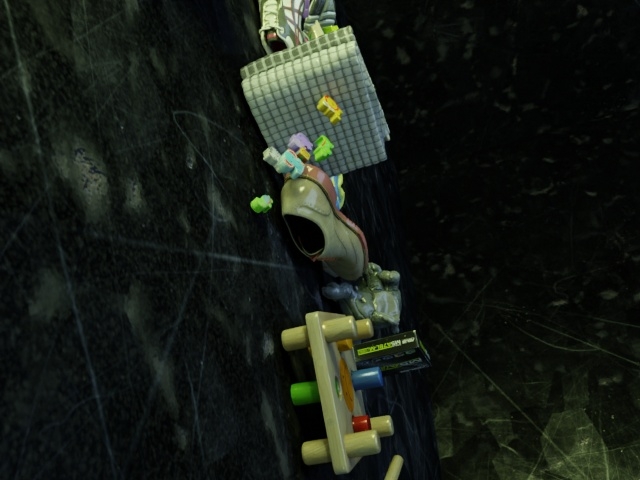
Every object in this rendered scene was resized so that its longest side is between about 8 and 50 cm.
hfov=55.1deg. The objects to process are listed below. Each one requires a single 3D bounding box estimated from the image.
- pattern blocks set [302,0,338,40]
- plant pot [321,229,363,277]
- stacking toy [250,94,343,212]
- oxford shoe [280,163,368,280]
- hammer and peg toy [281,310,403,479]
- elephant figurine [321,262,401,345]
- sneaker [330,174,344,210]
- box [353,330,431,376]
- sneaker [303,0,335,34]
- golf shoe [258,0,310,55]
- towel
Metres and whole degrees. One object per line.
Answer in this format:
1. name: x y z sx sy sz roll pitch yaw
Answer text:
1. pattern blocks set: -0.005 -0.408 1.460 0.285 0.026 0.325 -25 -100 67
2. plant pot: 0.057 0.018 1.473 0.109 0.096 0.109 41 38 -70
3. stacking toy: -0.045 -0.153 1.073 0.052 0.167 0.221 42 30 -18
4. oxford shoe: 0.000 0.000 1.265 0.348 0.123 0.130 55 43 -45
5. hammer and peg toy: 0.046 0.305 1.065 0.266 0.127 0.362 30 48 -75
6. elephant figurine: 0.103 0.166 1.459 0.239 0.186 0.169 -45 155 -63
7. sneaker: 0.008 -0.140 1.441 0.126 0.091 0.240 -89 161 -46
8. box: 0.137 0.261 1.351 0.184 0.190 0.045 56 22 -59
9. sneaker: -0.037 -0.530 1.573 0.132 0.086 0.229 40 -49 42
10. golf shoe: -0.089 -0.497 1.366 0.120 0.105 0.273 -55 135 -56
11. towel: -0.001 -0.257 1.216 0.284 0.235 0.121 62 13 -47
